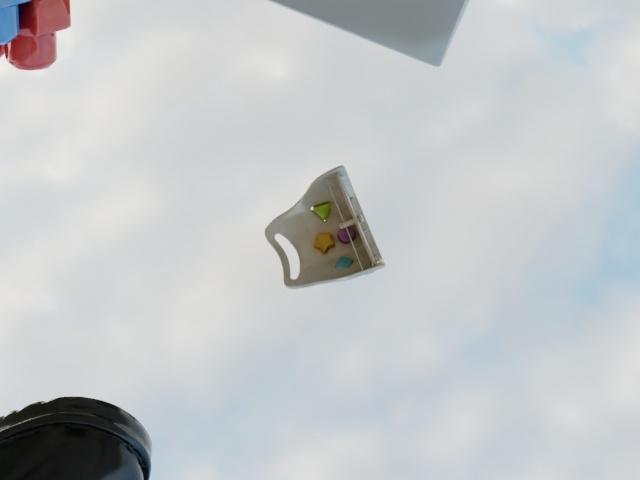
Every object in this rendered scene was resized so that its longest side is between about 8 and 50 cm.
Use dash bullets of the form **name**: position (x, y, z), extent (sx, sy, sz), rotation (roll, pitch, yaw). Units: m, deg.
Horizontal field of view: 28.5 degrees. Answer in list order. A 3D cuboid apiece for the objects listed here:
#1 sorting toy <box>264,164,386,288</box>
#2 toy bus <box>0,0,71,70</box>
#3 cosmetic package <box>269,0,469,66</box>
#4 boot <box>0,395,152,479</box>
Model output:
- **sorting toy**: position (0.000, 0.000, 0.927), extent (0.075, 0.045, 0.083), rotation (-22, -106, 1)
- **toy bus**: position (-0.183, -0.188, 0.584), extent (0.220, 0.212, 0.149), rotation (15, -154, 19)
- **cosmetic package**: position (0.049, -0.275, 0.995), extent (0.196, 0.155, 0.365), rotation (21, -156, 0)
- **boot**: position (-0.186, 0.214, 0.631), extent (0.246, 0.094, 0.207), rotation (-32, -145, 18)
